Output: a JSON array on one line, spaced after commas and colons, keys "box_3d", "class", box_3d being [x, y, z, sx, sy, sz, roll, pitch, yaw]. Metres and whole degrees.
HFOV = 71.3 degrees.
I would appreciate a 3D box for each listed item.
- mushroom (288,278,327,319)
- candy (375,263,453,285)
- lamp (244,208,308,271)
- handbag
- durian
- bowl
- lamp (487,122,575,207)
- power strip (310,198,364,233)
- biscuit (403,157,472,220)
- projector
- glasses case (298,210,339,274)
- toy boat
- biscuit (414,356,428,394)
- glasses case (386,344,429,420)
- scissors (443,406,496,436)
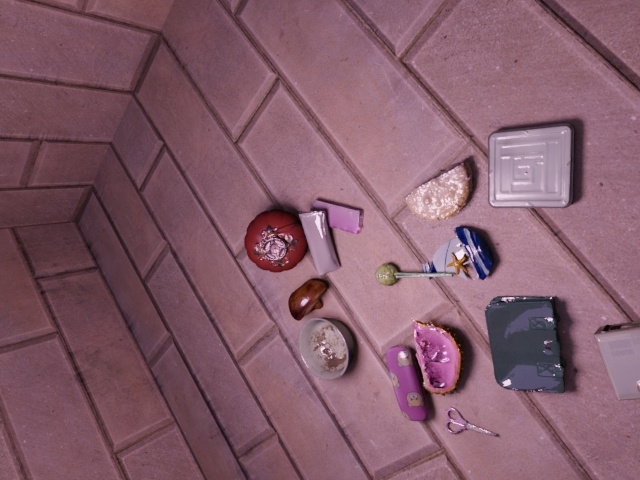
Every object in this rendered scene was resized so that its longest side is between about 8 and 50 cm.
[{"box_3d": [-0.071, 0.267, 2.086, 0.138, 0.194, 0.231, 46, 111, 22], "class": "mushroom"}, {"box_3d": [0.370, 0.140, 1.790, 0.336, 0.092, 0.093, -2, 69, 39], "class": "candy"}, {"box_3d": [-0.207, 0.003, 2.097, 0.303, 0.257, 0.303, 0, 106, -1], "class": "lamp"}, {"box_3d": [0.717, 0.361, 1.565, 0.239, 0.089, 0.326, -7, 94, 37], "class": "handbag"}, {"box_3d": [0.479, 0.452, 1.754, 0.191, 0.112, 0.341, -10, 100, 29], "class": "durian"}, {"box_3d": [0.050, 0.480, 2.058, 0.289, 0.146, 0.289, 7, 101, 38], "class": "bowl"}, {"box_3d": [0.701, -0.242, 1.498, 0.267, 0.047, 0.268, 3, 99, 39], "class": "lamp"}, {"box_3d": [0.072, -0.110, 2.008, 0.279, 0.038, 0.109, 18, 109, 34], "class": "power strip"}, {"box_3d": [0.458, -0.171, 1.673, 0.281, 0.084, 0.179, -37, 75, 35], "class": "biscuit"}, {"box_3d": [0.957, 0.365, 1.333, 0.177, 0.163, 0.242, -23, 81, 39], "class": "projector"}, {"box_3d": [0.002, 0.000, 2.037, 0.128, 0.083, 0.308, -9, 106, 26], "class": "glasses case"}, {"box_3d": [0.509, 0.075, 1.709, 0.291, 0.067, 0.220, -33, 76, 48], "class": "toy boat"}, {"box_3d": [0.384, 0.577, 1.893, 0.188, 0.027, 0.187, 8, 104, 36], "class": "biscuit"}, {"box_3d": [0.359, 0.590, 1.847, 0.123, 0.076, 0.316, -17, 88, 39], "class": "glasses case"}, {"box_3d": [0.589, 0.734, 1.766, 0.212, 0.021, 0.110, 5, 97, 37], "class": "scissors"}]
